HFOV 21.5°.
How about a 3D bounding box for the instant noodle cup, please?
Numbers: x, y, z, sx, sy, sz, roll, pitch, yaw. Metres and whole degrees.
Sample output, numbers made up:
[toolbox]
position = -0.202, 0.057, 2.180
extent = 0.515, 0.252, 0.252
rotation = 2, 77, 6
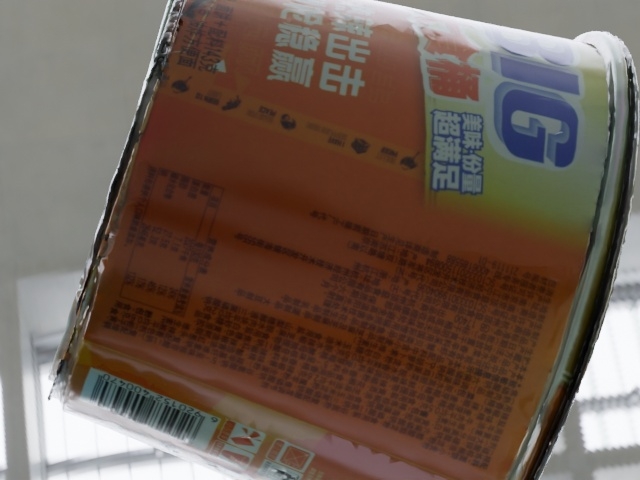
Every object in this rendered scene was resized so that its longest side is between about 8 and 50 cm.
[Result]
[instant noodle cup]
position = 0.000, 0.000, 0.830
extent = 0.214, 0.296, 0.296
rotation = 18, -116, -7
